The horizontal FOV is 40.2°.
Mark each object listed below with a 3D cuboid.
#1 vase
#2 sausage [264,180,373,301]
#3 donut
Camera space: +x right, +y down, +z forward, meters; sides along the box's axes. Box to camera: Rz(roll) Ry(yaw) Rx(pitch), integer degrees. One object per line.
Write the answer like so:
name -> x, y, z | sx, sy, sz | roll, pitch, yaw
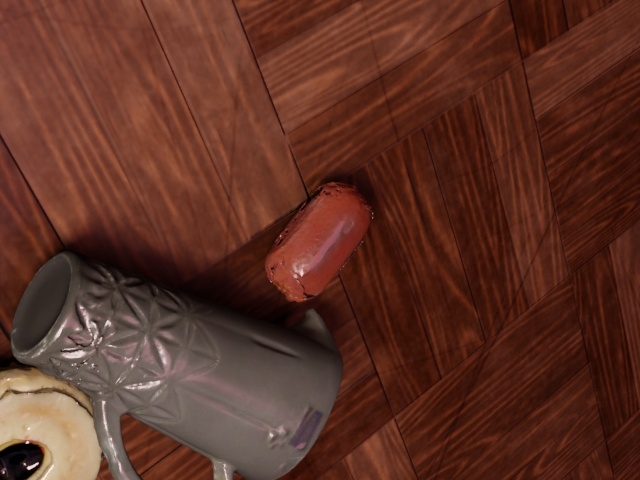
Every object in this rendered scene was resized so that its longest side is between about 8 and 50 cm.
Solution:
vase -> -0.134, 0.126, 0.817 | 0.301, 0.156, 0.251 | 32, 62, -36
sausage -> 0.000, 0.000, 0.924 | 0.141, 0.076, 0.076 | -52, 127, -9
donut -> -0.281, 0.191, 0.797 | 0.174, 0.068, 0.175 | -11, 110, -30
